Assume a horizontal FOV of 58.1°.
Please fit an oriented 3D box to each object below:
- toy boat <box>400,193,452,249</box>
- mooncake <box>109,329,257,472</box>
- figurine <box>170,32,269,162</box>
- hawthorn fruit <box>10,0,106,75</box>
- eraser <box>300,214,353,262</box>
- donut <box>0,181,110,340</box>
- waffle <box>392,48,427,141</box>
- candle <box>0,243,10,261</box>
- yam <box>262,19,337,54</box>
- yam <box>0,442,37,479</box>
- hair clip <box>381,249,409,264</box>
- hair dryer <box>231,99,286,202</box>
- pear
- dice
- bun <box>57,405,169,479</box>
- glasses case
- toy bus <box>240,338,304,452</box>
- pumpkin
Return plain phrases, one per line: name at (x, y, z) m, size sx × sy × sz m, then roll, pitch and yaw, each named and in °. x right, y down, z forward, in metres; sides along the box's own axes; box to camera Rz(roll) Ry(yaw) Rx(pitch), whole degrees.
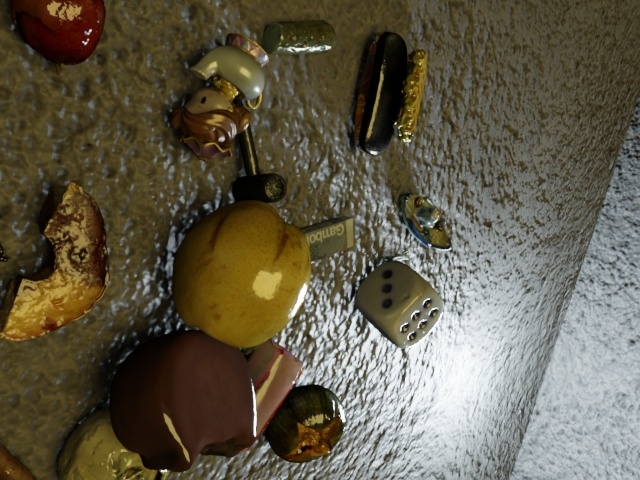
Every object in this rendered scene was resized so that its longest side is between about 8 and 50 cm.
toy boat at (0.341, -0.055, 1.798) m, size 0.114 × 0.115 × 0.262 m, roll -55°, pitch 133°, yaw -14°
mooncake at (-0.282, 0.350, 1.241) m, size 0.333 × 0.174 × 0.326 m, roll 65°, pitch 24°, yaw -16°
figurine at (-0.207, -0.288, 1.196) m, size 0.189 × 0.142 × 0.263 m, roll 33°, pitch 79°, yaw -44°
hawthorn fruit at (-0.439, -0.365, 0.965) m, size 0.148 × 0.148 × 0.172 m, roll -8°, pitch 128°, yaw -41°
eraser at (0.000, 0.000, 1.549) m, size 0.213 × 0.046 × 0.091 m, roll -21°, pitch 117°, yaw -37°
donut at (-0.481, 0.040, 1.077) m, size 0.151 × 0.112 × 0.295 m, roll 25°, pitch 87°, yaw -47°
waffle at (0.251, -0.392, 1.572) m, size 0.245 × 0.052 × 0.254 m, roll 7°, pitch 94°, yaw -78°
candle at (-0.611, 0.125, 1.020) m, size 0.059 × 0.084 × 0.301 m, roll 6°, pitch 94°, yaw -76°
yam at (-0.047, -0.470, 1.332) m, size 0.179 × 0.078 × 0.078 m, roll -15°, pitch 114°, yaw -35°
yam at (-0.607, 0.469, 1.140) m, size 0.057 × 0.057 × 0.241 m, roll -38°, pitch 126°, yaw -28°
hair clip at (0.243, 0.057, 1.800) m, size 0.115 × 0.039 × 0.030 m, roll -14°, pitch 116°, yaw -41°
hair dryer at (-0.155, -0.205, 1.297) m, size 0.070 × 0.128 × 0.255 m, roll -22°, pitch 107°, yaw -41°
pear at (-0.166, 0.072, 1.248) m, size 0.314 × 0.314 × 0.314 m, roll -15°, pitch 114°, yaw -39°
dice at (0.232, 0.189, 1.706) m, size 0.193 × 0.192 × 0.194 m, roll -44°, pitch 135°, yaw -6°
bun at (-0.423, 0.482, 1.248) m, size 0.259 × 0.152 × 0.259 m, roll -14°, pitch 112°, yaw -37°
glasses case at (0.162, -0.391, 1.543) m, size 0.122 × 0.082 × 0.320 m, roll 2°, pitch 102°, yaw -47°
toy bus at (-0.179, 0.388, 1.451) m, size 0.127 × 0.147 × 0.302 m, roll 46°, pitch 71°, yaw -36°
pumpkin at (-0.043, 0.502, 1.596) m, size 0.238 × 0.159 × 0.237 m, roll -17°, pitch 130°, yaw -21°
